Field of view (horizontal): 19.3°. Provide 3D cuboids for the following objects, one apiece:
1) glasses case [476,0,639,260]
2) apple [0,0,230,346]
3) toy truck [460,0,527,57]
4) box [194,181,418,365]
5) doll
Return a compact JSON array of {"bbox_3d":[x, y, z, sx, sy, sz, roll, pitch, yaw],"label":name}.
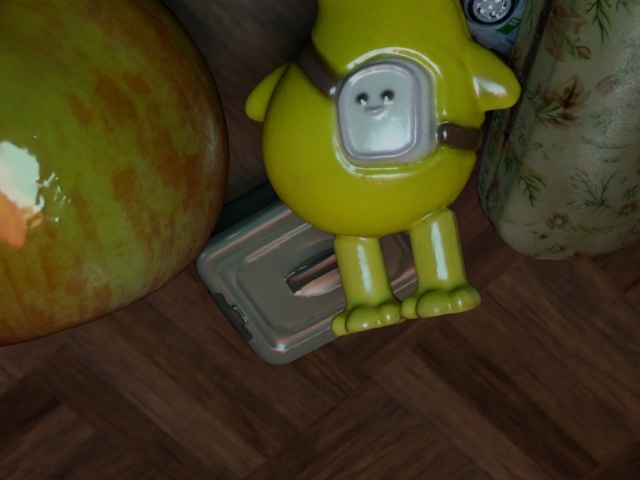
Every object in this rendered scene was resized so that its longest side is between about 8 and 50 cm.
[{"bbox_3d":[0.214,-0.155,1.236,0.157,0.098,0.425,-9,136,-23],"label":"glasses case"},{"bbox_3d":[-0.214,-0.070,1.283,0.302,0.301,0.301,-1,119,-1],"label":"apple"},{"bbox_3d":[0.195,-0.233,1.301,0.124,0.114,0.253,32,114,-30],"label":"toy truck"},{"bbox_3d":[0.000,0.000,1.429,0.172,0.093,0.124,-28,115,12],"label":"box"},{"bbox_3d":[0.036,-0.123,1.282,0.199,0.145,0.363,-11,86,20],"label":"doll"}]
